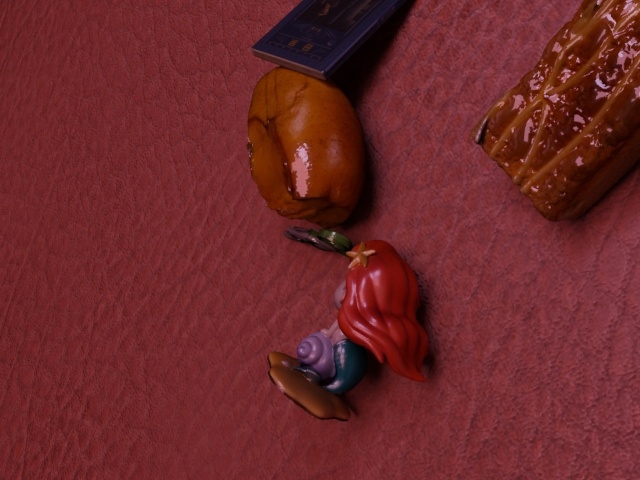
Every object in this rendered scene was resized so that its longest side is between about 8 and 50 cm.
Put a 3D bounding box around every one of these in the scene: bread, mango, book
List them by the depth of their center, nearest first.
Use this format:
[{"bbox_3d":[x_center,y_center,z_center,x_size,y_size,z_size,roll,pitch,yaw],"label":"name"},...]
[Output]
[{"bbox_3d":[0.352,-0.180,1.003,0.185,0.114,0.275,54,124,25],"label":"bread"},{"bbox_3d":[-0.029,-0.172,1.318,0.199,0.201,0.350,-8,55,-5],"label":"mango"},{"bbox_3d":[0.028,-0.395,1.347,0.191,0.025,0.269,29,67,39],"label":"book"}]

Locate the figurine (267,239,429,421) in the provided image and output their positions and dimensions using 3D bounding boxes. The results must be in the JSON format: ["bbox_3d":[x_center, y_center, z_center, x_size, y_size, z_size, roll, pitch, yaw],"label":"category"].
[{"bbox_3d":[0.064,0.143,1.158,0.257,0.181,0.208,-53,12,11],"label":"figurine"}]

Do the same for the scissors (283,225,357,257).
[{"bbox_3d":[0.000,0.000,1.306,0.204,0.101,0.027,15,73,55],"label":"scissors"}]
